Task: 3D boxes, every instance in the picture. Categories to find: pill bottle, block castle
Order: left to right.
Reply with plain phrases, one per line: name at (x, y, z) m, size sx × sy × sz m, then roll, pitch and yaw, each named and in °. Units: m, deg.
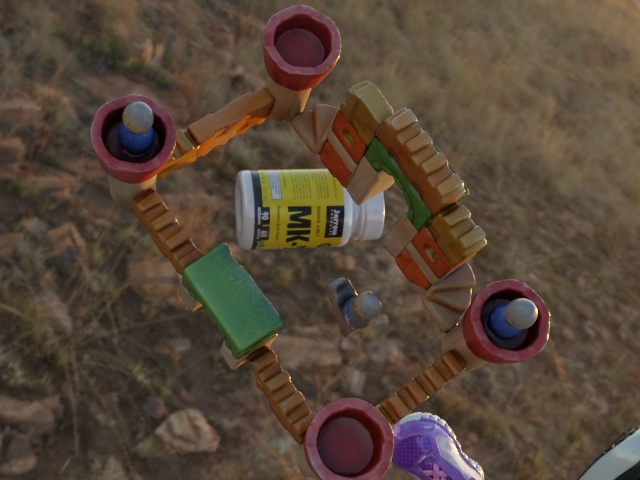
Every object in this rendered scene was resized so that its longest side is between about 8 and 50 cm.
pill bottle at (-0.018, -0.048, 1.396) m, size 0.208 × 0.119 × 0.119 m, roll -2°, pitch 34°, yaw -11°
block castle at (0.000, 0.000, 0.984) m, size 0.303 × 0.213 × 0.453 m, roll -33°, pitch 81°, yaw -19°

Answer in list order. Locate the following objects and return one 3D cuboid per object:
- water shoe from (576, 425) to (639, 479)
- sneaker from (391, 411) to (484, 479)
water shoe at (0.229, 0.236, 0.758) m, size 0.080 × 0.203 × 0.073 m, roll 40°, pitch 33°, yaw 24°
sneaker at (0.180, 0.340, 1.361) m, size 0.236 × 0.095 × 0.104 m, roll 46°, pitch 10°, yaw -33°
